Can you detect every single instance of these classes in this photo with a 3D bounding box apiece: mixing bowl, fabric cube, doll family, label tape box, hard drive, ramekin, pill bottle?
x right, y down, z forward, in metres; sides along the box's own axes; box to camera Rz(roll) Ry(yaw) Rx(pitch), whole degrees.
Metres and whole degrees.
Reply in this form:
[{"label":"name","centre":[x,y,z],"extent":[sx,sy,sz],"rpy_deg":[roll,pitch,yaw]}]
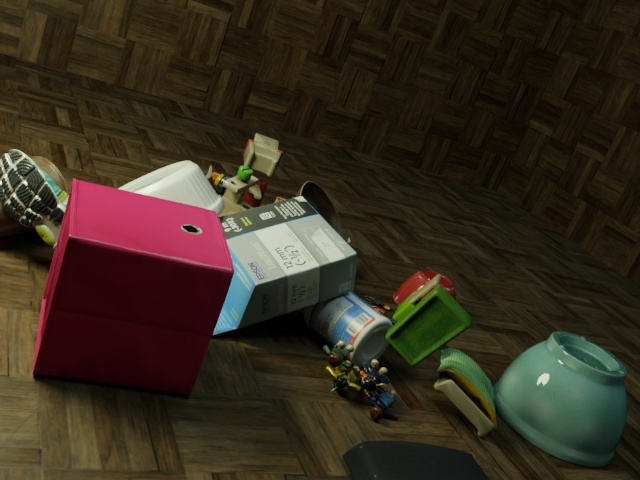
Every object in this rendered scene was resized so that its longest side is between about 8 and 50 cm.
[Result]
[{"label":"mixing bowl","centre":[0.301,0.145,1.997],"extent":[0.181,0.098,0.181],"rpy_deg":[20,18,-7]},{"label":"fabric cube","centre":[-0.322,0.075,1.238],"extent":[0.258,0.259,0.254],"rpy_deg":[14,21,-22]},{"label":"doll family","centre":[0.079,0.276,1.418],"extent":[0.193,0.076,0.111],"rpy_deg":[28,14,8]},{"label":"label tape box","centre":[-0.133,0.045,1.552],"extent":[0.348,0.115,0.249],"rpy_deg":[-15,40,-26]},{"label":"hard drive","centre":[0.178,0.402,1.199],"extent":[0.255,0.054,0.172],"rpy_deg":[13,20,-24]},{"label":"ramekin","centre":[-0.358,-0.077,1.609],"extent":[0.273,0.127,0.273],"rpy_deg":[-21,17,7]},{"label":"pill bottle","centre":[0.042,0.168,1.597],"extent":[0.124,0.124,0.221],"rpy_deg":[0,28,-48]}]

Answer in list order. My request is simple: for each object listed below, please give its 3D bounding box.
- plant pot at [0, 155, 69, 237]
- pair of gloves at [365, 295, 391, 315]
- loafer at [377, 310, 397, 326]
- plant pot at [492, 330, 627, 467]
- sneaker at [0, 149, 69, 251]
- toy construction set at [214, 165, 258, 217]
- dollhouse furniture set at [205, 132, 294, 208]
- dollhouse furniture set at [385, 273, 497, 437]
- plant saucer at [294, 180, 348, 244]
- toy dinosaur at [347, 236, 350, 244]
[{"label":"plant pot","centre":[-0.638,-0.079,1.498],"extent":[0.167,0.167,0.165],"rpy_deg":[29,26,20]},{"label":"pair of gloves","centre":[0.146,0.169,1.891],"extent":[0.074,0.010,0.083],"rpy_deg":[24,17,6]},{"label":"loafer","centre":[0.142,0.191,1.727],"extent":[0.170,0.062,0.061],"rpy_deg":[20,34,-6]},{"label":"plant pot","centre":[0.550,0.326,1.609],"extent":[0.293,0.196,0.293],"rpy_deg":[19,18,-6]},{"label":"sneaker","centre":[-0.530,-0.061,1.441],"extent":[0.275,0.107,0.110],"rpy_deg":[51,13,-10]},{"label":"toy construction set","centre":[-0.153,-0.053,1.821],"extent":[0.309,0.237,0.257],"rpy_deg":[1,27,-48]},{"label":"dollhouse furniture set","centre":[-0.192,-0.151,2.027],"extent":[0.262,0.259,0.135],"rpy_deg":[20,28,-11]},{"label":"dollhouse furniture set","centre":[0.302,0.228,1.514],"extent":[0.301,0.151,0.197],"rpy_deg":[47,21,0]},{"label":"plant saucer","centre":[0.000,0.000,1.883],"extent":[0.050,0.310,0.310],"rpy_deg":[-17,6,21]},{"label":"toy dinosaur","centre":[0.040,0.017,2.169],"extent":[0.092,0.053,0.183],"rpy_deg":[-3,19,-21]}]
